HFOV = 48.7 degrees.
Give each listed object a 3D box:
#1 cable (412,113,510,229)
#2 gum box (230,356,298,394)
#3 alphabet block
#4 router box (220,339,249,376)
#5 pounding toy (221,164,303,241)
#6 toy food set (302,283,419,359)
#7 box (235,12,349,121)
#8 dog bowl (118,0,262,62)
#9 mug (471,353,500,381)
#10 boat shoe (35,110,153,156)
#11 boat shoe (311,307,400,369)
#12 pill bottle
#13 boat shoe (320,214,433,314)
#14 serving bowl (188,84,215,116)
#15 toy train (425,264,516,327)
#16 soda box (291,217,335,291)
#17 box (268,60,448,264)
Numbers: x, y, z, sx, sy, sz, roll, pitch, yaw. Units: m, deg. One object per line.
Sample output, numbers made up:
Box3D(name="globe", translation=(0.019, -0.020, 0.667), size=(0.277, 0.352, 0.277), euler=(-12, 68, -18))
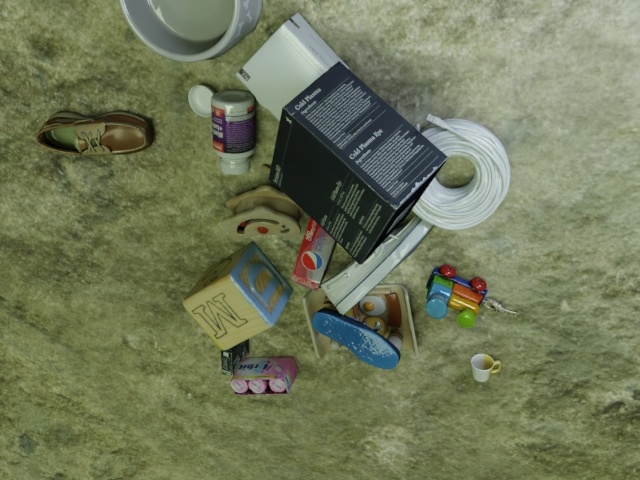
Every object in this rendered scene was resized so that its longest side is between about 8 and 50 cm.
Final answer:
Box3D(name="cable", translation=(0.311, -0.156, 1.660), size=(0.257, 0.089, 0.257), euler=(19, 116, 1))
Box3D(name="gum box", translation=(-0.175, 0.414, 2.162), size=(0.188, 0.107, 0.062), euler=(-5, 118, 21))
Box3D(name="alphabet block", translation=(-0.229, 0.158, 1.980), size=(0.197, 0.192, 0.193), euler=(-30, 105, 29))
Box3D(name="router box", translation=(-0.257, 0.335, 2.134), size=(0.038, 0.122, 0.092), euler=(12, 122, 16))
Box3D(name="pounding toy", translation=(-0.127, -0.096, 1.868), size=(0.269, 0.155, 0.154), euler=(-16, 142, 35))
Box3D(name="toy food set", translation=(0.114, 0.241, 1.974), size=(0.306, 0.092, 0.220), euler=(-4, 119, 19))
Box3D(name="box", translation=(-0.064, -0.391, 1.641), size=(0.181, 0.119, 0.182), euler=(45, 123, -11))
Box3D(name="dog bowl", translation=(-0.312, -0.573, 1.625), size=(0.348, 0.102, 0.349), euler=(8, 121, 14))
Box3D(name="mug", translation=(0.454, 0.359, 1.955), size=(0.078, 0.062, 0.064), euler=(11, 130, 19))
Box3D(name="boat shoe", translation=(-0.610, -0.271, 1.889), size=(0.324, 0.120, 0.123), euler=(3, 120, 17))
Box3D(name="boat shoe", translation=(0.106, 0.245, 1.894), size=(0.258, 0.089, 0.109), euler=(34, 114, 10))
Box3D(name="pill bottle", translation=(-0.217, -0.269, 1.769), size=(0.108, 0.108, 0.193), euler=(9, 122, 13))
Box3D(name="boat shoe", translation=(0.131, 0.022, 1.821), size=(0.156, 0.136, 0.367), euler=(47, 117, 6))
Box3D(name="serving bowl", translation=(-0.292, -0.356, 1.788), size=(0.083, 0.027, 0.083), euler=(14, 125, 22))
Box3D(name="toy train", translation=(0.387, 0.173, 1.813), size=(0.248, 0.143, 0.105), euler=(24, 124, 4))
Box3D(name="soda box", translation=(0.000, 0.000, 1.868), size=(0.083, 0.092, 0.263), euler=(22, 123, 4))
Box3D(name="box", translation=(0.066, -0.159, 1.570), size=(0.312, 0.179, 0.343), euler=(43, 158, 7))
